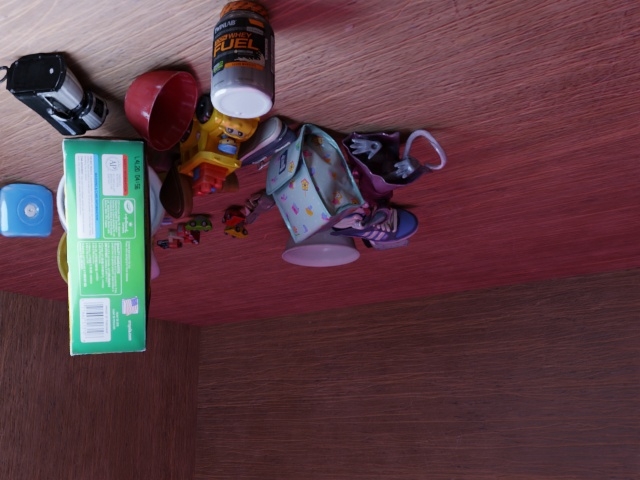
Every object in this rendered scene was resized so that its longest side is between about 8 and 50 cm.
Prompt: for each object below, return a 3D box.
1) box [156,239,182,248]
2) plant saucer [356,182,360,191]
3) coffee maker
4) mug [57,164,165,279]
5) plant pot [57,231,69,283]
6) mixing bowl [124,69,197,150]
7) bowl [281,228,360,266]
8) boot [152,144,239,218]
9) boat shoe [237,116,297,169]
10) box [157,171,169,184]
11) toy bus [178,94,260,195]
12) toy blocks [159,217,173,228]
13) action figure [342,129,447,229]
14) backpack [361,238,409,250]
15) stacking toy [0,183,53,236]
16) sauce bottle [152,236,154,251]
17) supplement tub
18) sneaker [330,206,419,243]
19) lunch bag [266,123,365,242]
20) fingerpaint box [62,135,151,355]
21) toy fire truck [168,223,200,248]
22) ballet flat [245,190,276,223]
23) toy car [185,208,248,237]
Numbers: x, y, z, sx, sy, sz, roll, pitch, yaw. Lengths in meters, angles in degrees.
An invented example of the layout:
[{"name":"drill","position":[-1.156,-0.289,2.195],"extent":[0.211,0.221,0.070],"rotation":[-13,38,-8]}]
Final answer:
[{"name":"box","position":[-0.625,0.015,2.503],"extent":[0.083,0.018,0.067],"rotation":[-5,162,12]},{"name":"plant saucer","position":[0.102,-0.167,1.970],"extent":[0.083,0.015,0.083],"rotation":[-1,163,0]},{"name":"coffee maker","position":[-0.580,-0.317,1.314],"extent":[0.171,0.120,0.178],"rotation":[20,167,15]},{"name":"mug","position":[-0.580,-0.048,1.744],"extent":[0.276,0.374,0.328],"rotation":[-34,-173,-22]},{"name":"plant pot","position":[-0.814,0.058,2.288],"extent":[0.254,0.254,0.239],"rotation":[-9,176,25]},{"name":"mixing bowl","position":[-0.359,-0.296,1.313],"extent":[0.098,0.181,0.181],"rotation":[24,166,11]},{"name":"bowl","position":[0.000,0.000,2.302],"extent":[0.298,0.134,0.298],"rotation":[-1,164,0]},{"name":"boot","position":[-0.319,-0.145,1.612],"extent":[0.220,0.283,0.109],"rotation":[14,120,-38]},{"name":"boat shoe","position":[-0.166,-0.242,1.591],"extent":[0.079,0.095,0.254],"rotation":[27,140,-36]},{"name":"box","position":[-0.393,-0.178,1.827],"extent":[0.232,0.058,0.087],"rotation":[-7,161,18]},{"name":"toy bus","position":[-0.252,-0.218,1.457],"extent":[0.149,0.211,0.220],"rotation":[15,155,-38]},{"name":"toy blocks","position":[-0.611,-0.077,2.147],"extent":[0.148,0.054,0.123],"rotation":[-3,163,5]},{"name":"action figure","position":[0.161,-0.186,1.717],"extent":[0.275,0.248,0.370],"rotation":[-27,164,-8]},{"name":"backpack","position":[0.246,-0.029,2.258],"extent":[0.182,0.115,0.152],"rotation":[-9,159,15]},{"name":"stacking toy","position":[-1.015,-0.096,1.943],"extent":[0.302,0.166,0.175],"rotation":[1,180,34]},{"name":"sauce bottle","position":[-0.678,0.036,2.383],"extent":[0.042,0.128,0.042],"rotation":[-3,162,-1]},{"name":"supplement tub","position":[-0.142,-0.335,1.117],"extent":[0.117,0.190,0.117],"rotation":[-2,163,-1]},{"name":"sneaker","position":[0.179,-0.077,2.068],"extent":[0.322,0.130,0.236],"rotation":[2,167,7]},{"name":"lunch bag","position":[-0.033,-0.156,1.618],"extent":[0.160,0.262,0.223],"rotation":[-25,176,-33]},{"name":"fingerpaint box","position":[-0.473,-0.013,1.388],"extent":[0.163,0.445,0.371],"rotation":[0,-170,-15]},{"name":"toy fire truck","position":[-0.543,-0.017,2.359],"extent":[0.135,0.047,0.192],"rotation":[-1,162,4]},{"name":"ballet flat","position":[-0.218,-0.117,2.052],"extent":[0.068,0.072,0.213],"rotation":[35,149,-17]},{"name":"toy car","position":[-0.379,-0.066,2.202],"extent":[0.225,0.053,0.239],"rotation":[0,162,-3]}]
